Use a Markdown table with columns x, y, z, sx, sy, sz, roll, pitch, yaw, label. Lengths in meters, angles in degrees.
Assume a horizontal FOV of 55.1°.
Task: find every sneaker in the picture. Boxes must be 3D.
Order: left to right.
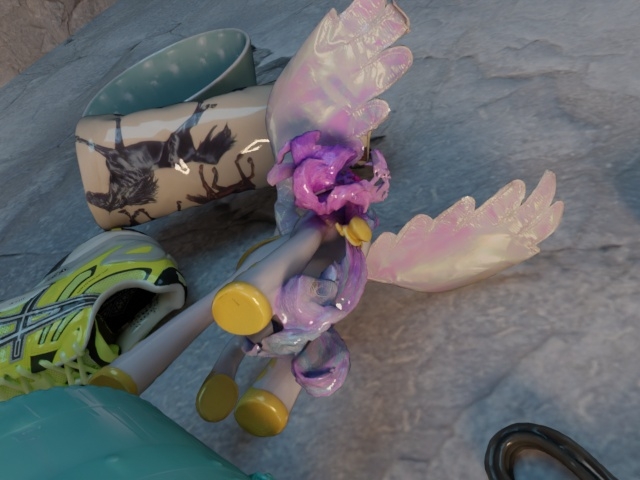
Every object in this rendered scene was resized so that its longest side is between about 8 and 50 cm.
| x | y | z | sx | sy | sz | roll | pitch | yaw | label |
| --- | --- | --- | --- | --- | --- | --- | --- | --- | --- |
| -0.327 | 0.129 | 0.720 | 0.384 | 0.145 | 0.147 | -45 | 40 | -21 | sneaker |

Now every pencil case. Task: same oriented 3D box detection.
| x | y | z | sx | sy | sz | roll | pitch | yaw | label |
| --- | --- | --- | --- | --- | --- | --- | --- | --- | --- |
| -0.133 | -0.134 | 0.843 | 0.410 | 0.159 | 0.183 | -14 | 13 | -1 | pencil case |

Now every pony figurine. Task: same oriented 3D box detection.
| x | y | z | sx | sy | sz | roll | pitch | yaw | label |
| --- | --- | --- | --- | --- | --- | --- | --- | --- | --- |
| 0.000 | 0.000 | 0.572 | 0.351 | 0.303 | 0.363 | -33 | 13 | 37 | pony figurine |

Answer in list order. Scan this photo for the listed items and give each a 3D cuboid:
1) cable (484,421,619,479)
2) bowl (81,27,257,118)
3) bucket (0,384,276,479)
| x | y | z | sx | sy | sz | roll | pitch | yaw | label |
| --- | --- | --- | --- | --- | --- | --- | --- | --- | --- |
| 0.238 | 0.198 | 0.380 | 0.287 | 0.072 | 0.139 | -6 | 57 | 45 | cable |
| -0.227 | -0.216 | 1.057 | 0.312 | 0.163 | 0.311 | -18 | 38 | 14 | bowl |
| -0.145 | 0.237 | 0.376 | 0.281 | 0.281 | 0.183 | -43 | 39 | -20 | bucket |
